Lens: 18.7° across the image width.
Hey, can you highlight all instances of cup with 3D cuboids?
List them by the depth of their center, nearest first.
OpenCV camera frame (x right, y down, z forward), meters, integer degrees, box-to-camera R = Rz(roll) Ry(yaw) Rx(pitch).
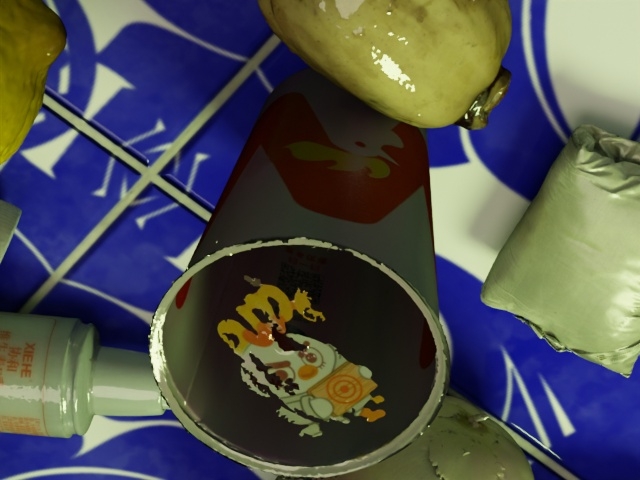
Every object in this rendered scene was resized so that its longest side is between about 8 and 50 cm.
[{"bbox_3d":[0.000,0.000,1.370,0.203,0.288,0.203,3,123,5],"label":"cup"}]

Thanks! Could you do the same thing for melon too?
[{"bbox_3d":[0.053,0.261,1.578,0.223,0.223,0.317,24,120,-8],"label":"melon"}]

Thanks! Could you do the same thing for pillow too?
[{"bbox_3d":[0.216,0.002,1.471,0.134,0.078,0.181,23,122,-7],"label":"pillow"}]

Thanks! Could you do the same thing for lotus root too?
[{"bbox_3d":[0.046,-0.175,1.342,0.257,0.140,0.154,41,80,-30],"label":"lotus root"}]

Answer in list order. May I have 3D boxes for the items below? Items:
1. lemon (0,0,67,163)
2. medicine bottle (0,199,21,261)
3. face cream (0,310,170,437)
[{"bbox_3d":[-0.305,-0.133,1.359,0.254,0.228,0.228,2,125,-7],"label":"lemon"},{"bbox_3d":[-0.367,-0.019,1.496,0.252,0.144,0.144,24,123,-6],"label":"medicine bottle"},{"bbox_3d":[-0.222,0.111,1.589,0.252,0.101,0.101,5,124,5],"label":"face cream"}]
